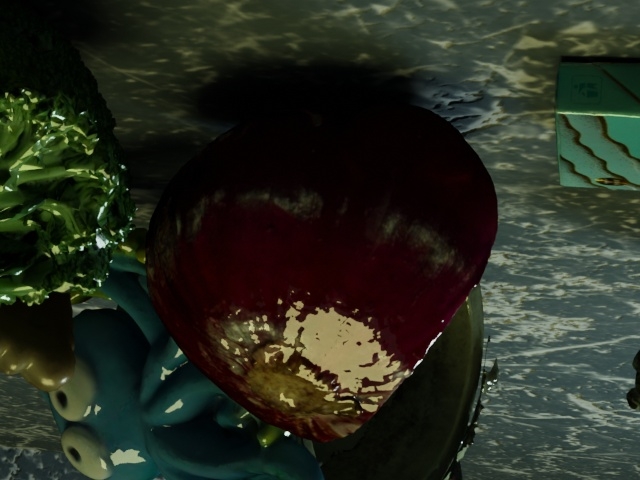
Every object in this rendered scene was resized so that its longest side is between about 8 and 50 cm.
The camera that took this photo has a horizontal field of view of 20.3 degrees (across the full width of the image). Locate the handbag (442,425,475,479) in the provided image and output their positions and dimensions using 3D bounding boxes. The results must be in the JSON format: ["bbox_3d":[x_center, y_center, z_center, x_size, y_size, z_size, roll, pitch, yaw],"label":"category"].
[{"bbox_3d":[0.038,0.166,1.734,0.181,0.254,0.181,14,145,-25],"label":"handbag"}]

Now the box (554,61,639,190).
[{"bbox_3d":[0.271,-0.070,1.176,0.229,0.041,0.162,3,165,9],"label":"box"}]

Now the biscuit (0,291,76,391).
[{"bbox_3d":[-0.315,-0.017,1.246,0.325,0.044,0.217,29,-161,-22],"label":"biscuit"}]

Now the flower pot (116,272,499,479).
[{"bbox_3d":[-0.029,0.093,1.520,0.259,0.290,0.290,11,171,35],"label":"flower pot"}]

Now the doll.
[{"bbox_3d":[-0.120,0.154,1.394,0.099,0.346,0.341,-30,-152,-33],"label":"doll"}]

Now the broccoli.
[{"bbox_3d":[-0.245,-0.049,1.100,0.261,0.241,0.269,13,138,31],"label":"broccoli"}]

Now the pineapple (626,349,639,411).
[{"bbox_3d":[0.398,0.133,1.495,0.272,0.262,0.262,12,164,-18],"label":"pineapple"}]

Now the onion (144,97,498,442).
[{"bbox_3d":[-0.004,-0.003,1.223,0.207,0.216,0.206,26,145,-11],"label":"onion"}]
